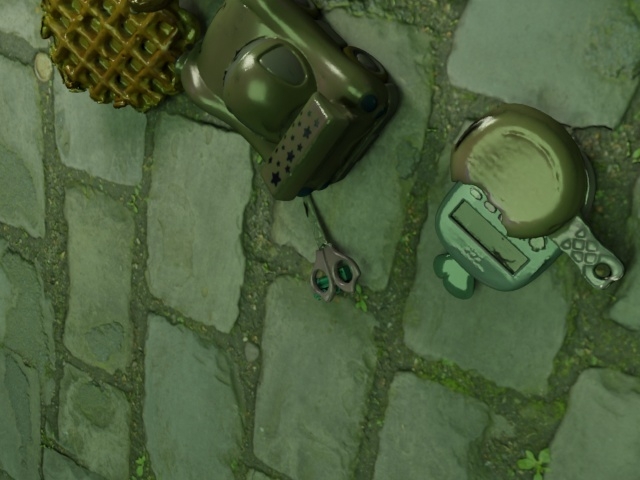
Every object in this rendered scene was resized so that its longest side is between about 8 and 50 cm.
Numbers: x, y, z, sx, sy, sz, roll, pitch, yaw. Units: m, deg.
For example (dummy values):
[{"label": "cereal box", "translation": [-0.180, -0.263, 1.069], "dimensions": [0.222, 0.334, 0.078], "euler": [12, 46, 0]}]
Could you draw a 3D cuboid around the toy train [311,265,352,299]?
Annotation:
[{"label": "toy train", "translation": [0.019, 0.077, 1.288], "dimensions": [0.092, 0.029, 0.045], "euler": [-21, 86, 36]}]

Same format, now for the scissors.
[{"label": "scissors", "translation": [0.000, 0.000, 1.260], "dimensions": [0.110, 0.021, 0.212], "euler": [-23, 85, 36]}]

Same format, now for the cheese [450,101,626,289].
[{"label": "cheese", "translation": [0.305, -0.052, 0.990], "dimensions": [0.163, 0.082, 0.286], "euler": [-39, 83, 32]}]

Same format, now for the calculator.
[{"label": "calculator", "translation": [0.278, -0.031, 1.084], "dimensions": [0.185, 0.041, 0.299], "euler": [44, 121, 13]}]

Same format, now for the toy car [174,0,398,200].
[{"label": "toy car", "translation": [-0.076, -0.242, 1.120], "dimensions": [0.336, 0.226, 0.242], "euler": [46, 123, 10]}]

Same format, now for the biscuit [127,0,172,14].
[{"label": "biscuit", "translation": [-0.261, -0.497, 1.189], "dimensions": [0.049, 0.196, 0.302], "euler": [98, 151, -62]}]

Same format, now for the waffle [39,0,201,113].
[{"label": "waffle", "translation": [-0.368, -0.374, 1.309], "dimensions": [0.324, 0.068, 0.302], "euler": [8, 123, 17]}]
